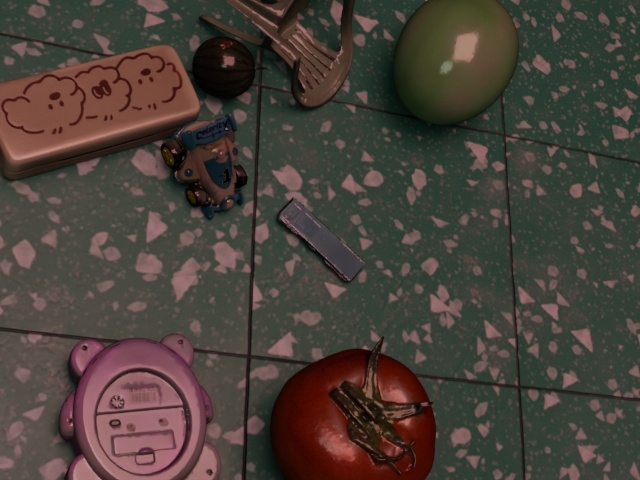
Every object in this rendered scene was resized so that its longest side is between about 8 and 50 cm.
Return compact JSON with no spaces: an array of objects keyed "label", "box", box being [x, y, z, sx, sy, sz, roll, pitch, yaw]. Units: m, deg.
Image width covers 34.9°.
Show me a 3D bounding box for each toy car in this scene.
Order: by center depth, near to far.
[{"label":"toy car","box":[-0.175,-0.123,1.670,0.126,0.098,0.161,-26,97,-28]}]

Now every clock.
[{"label":"clock","box":[-0.269,0.264,1.499,0.227,0.090,0.248,-1,69,-23]}]

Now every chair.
[{"label":"chair","box":[-0.060,-0.390,1.803,0.274,0.190,0.203,37,62,4]}]

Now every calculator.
[{"label":"calculator","box":[0.000,0.000,1.750,0.172,0.018,0.057,42,62,-2]}]

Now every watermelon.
[{"label":"watermelon","box":[-0.153,-0.296,1.750,0.133,0.105,0.105,5,66,6]}]

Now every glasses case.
[{"label":"glasses case","box":[-0.370,-0.211,1.650,0.336,0.076,0.144,-21,79,-27]}]

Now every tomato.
[{"label":"tomato","box":[0.050,0.290,1.539,0.255,0.224,0.256,8,64,-16]}]

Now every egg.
[{"label":"egg","box":[0.247,-0.334,1.866,0.220,0.220,0.270,31,62,-8]}]
